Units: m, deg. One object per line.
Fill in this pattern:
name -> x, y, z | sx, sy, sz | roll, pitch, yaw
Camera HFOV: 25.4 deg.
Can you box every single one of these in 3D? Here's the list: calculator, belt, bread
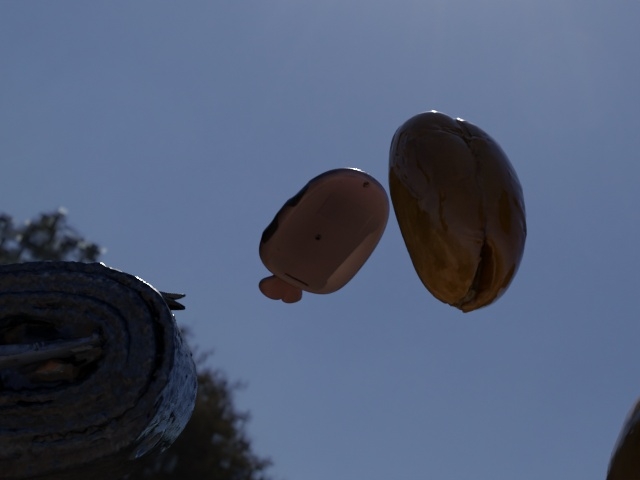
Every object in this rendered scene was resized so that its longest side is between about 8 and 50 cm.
calculator -> 0.000, 0.000, 1.364 | 0.103, 0.024, 0.166 | 27, -65, -21
belt -> -0.176, 0.073, 0.732 | 0.218, 0.122, 0.128 | -5, -17, -1
bread -> 0.112, -0.032, 1.125 | 0.114, 0.189, 0.077 | 19, -47, -29

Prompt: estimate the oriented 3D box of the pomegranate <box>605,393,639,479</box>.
pomegranate -> 0.301, 0.167, 0.759 | 0.307, 0.307, 0.307 | 17, -29, 10
